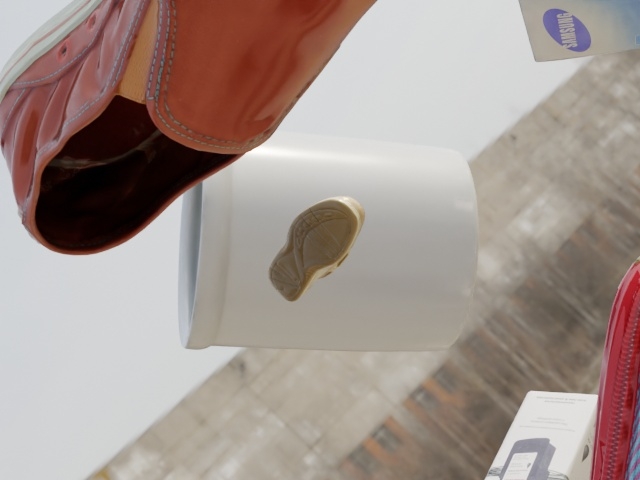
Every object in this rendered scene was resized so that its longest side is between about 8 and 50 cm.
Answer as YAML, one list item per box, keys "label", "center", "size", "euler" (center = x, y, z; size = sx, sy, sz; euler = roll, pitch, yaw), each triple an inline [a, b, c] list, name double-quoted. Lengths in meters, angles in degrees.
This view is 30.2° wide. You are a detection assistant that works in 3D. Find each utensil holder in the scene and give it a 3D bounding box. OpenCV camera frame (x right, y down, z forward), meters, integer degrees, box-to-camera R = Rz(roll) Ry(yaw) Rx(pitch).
- label: "utensil holder"
  center: [0.000, 0.000, 1.719]
  size: [0.385, 0.328, 0.328]
  euler: [3, -29, -12]

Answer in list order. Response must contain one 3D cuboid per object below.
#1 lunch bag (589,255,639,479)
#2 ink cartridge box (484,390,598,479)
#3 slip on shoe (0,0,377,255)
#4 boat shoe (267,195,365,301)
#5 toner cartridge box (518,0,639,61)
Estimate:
- label: "lunch bag"
  center: [0.220, 0.146, 0.459]
  size: [0.120, 0.293, 0.258]
  euler: [-6, 69, 49]
- label: "ink cartridge box"
  center: [0.261, 0.315, 1.354]
  size: [0.100, 0.172, 0.237]
  euler: [-2, 36, 36]
- label: "slip on shoe"
  center: [-0.039, -0.090, 0.513]
  size: [0.123, 0.101, 0.331]
  euler: [11, -32, -40]
- label: "boat shoe"
  center: [0.002, -0.001, 1.195]
  size: [0.059, 0.063, 0.170]
  euler: [-37, -6, -38]
- label: "toner cartridge box"
  center: [0.217, -0.227, 0.851]
  size: [0.165, 0.075, 0.348]
  euler: [-5, -12, 15]
